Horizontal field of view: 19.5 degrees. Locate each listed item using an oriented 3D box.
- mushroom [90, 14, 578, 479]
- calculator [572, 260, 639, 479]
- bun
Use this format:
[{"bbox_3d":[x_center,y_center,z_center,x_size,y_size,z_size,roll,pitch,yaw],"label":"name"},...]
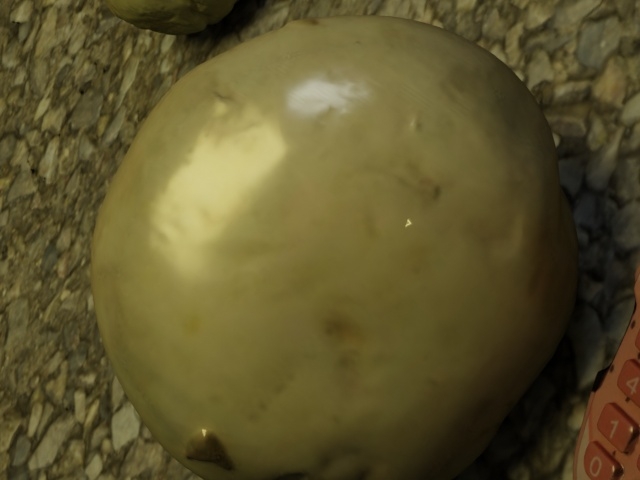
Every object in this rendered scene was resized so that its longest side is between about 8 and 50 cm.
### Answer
[{"bbox_3d":[0.000,0.000,1.190,0.314,0.314,0.336,-63,14,6],"label":"mushroom"},{"bbox_3d":[0.237,0.061,0.987,0.220,0.048,0.329,47,118,52],"label":"calculator"},{"bbox_3d":[-0.110,-0.246,1.587,0.188,0.111,0.164,-30,32,45],"label":"bun"}]
